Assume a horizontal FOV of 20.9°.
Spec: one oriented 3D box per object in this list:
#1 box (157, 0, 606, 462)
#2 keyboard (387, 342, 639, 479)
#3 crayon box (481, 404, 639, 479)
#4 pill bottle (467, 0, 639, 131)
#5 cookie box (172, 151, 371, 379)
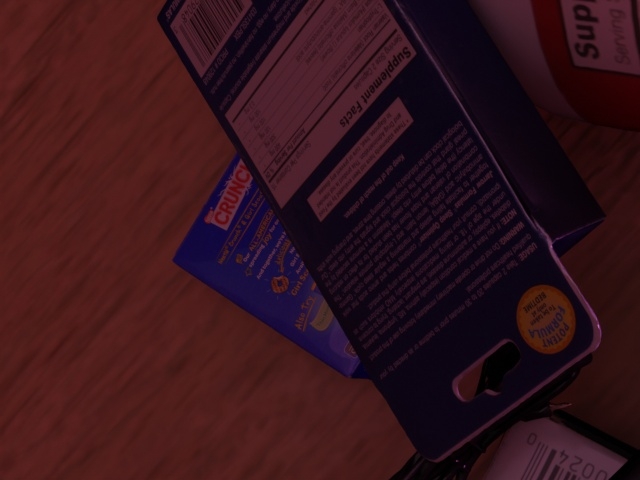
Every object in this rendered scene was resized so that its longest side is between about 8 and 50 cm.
[{"bbox_3d":[0.025,-0.036,0.672,0.225,0.036,0.136,60,144,12],"label":"box"},{"bbox_3d":[0.085,0.152,0.686,0.317,0.033,0.201,-46,70,7],"label":"keyboard"},{"bbox_3d":[0.106,0.253,0.722,0.202,0.081,0.318,28,91,20],"label":"crayon box"},{"bbox_3d":[0.196,-0.144,0.657,0.408,0.229,0.229,13,86,31],"label":"pill bottle"},{"bbox_3d":[0.000,0.000,0.816,0.107,0.040,0.091,33,94,20],"label":"cookie box"}]
